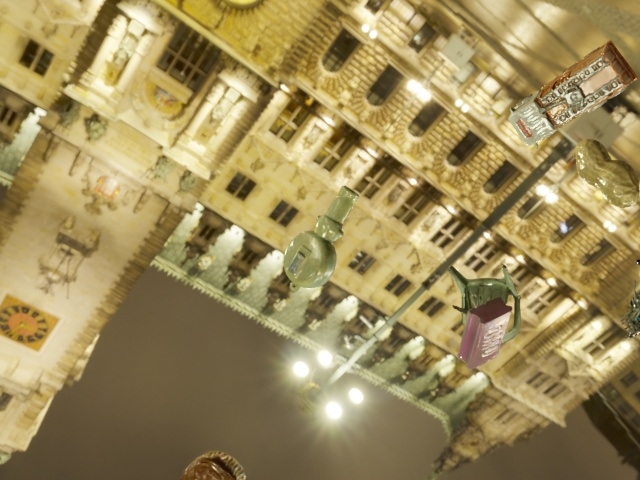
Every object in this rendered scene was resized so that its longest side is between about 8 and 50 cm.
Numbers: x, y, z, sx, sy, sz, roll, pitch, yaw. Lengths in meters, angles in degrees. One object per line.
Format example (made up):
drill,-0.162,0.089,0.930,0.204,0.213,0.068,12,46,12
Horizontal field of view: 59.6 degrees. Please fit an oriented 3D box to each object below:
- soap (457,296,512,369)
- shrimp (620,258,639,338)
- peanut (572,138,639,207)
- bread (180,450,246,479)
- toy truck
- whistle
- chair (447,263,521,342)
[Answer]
soap,0.470,0.268,1.607,0.122,0.203,0.065,-19,-138,-23
shrimp,0.680,0.125,1.174,0.082,0.174,0.076,14,178,-27
peanut,0.598,-0.144,1.175,0.082,0.082,0.187,22,-151,-39
bread,-0.140,0.320,0.731,0.085,0.085,0.053,45,177,12
toy truck,0.827,-0.475,1.879,0.173,0.387,0.207,54,-141,-1
whistle,0.000,0.000,1.206,0.126,0.258,0.067,37,-171,36
chair,0.550,0.217,1.873,0.274,0.203,0.190,40,-128,-50
